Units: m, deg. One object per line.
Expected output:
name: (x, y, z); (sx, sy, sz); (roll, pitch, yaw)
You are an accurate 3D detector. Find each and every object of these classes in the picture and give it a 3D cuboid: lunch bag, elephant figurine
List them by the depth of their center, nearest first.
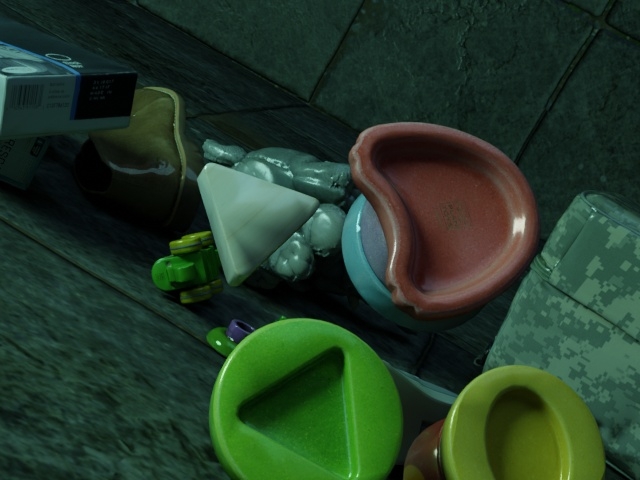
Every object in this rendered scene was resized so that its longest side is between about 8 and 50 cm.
lunch bag: (0.343, 0.120, 1.350); (0.305, 0.256, 0.212); (35, 14, 22)
elephant figurine: (0.000, 0.000, 1.366); (0.169, 0.186, 0.239); (-7, -16, 22)

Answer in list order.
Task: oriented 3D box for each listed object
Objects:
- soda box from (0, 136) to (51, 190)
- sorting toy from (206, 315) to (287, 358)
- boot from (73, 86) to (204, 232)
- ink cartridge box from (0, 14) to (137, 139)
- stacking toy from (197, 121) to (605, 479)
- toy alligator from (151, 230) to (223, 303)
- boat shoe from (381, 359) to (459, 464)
soda box: (-0.311, -0.113, 1.245); (0.063, 0.058, 0.183); (24, 13, -24)
sorting toy: (-0.042, 0.088, 1.071); (0.102, 0.042, 0.061); (28, 11, -4)
boot: (-0.211, -0.110, 1.390); (0.115, 0.112, 0.305); (13, 19, -21)
ink cartridge box: (-0.349, -0.178, 1.200); (0.333, 0.065, 0.165); (23, 21, 30)
stacking toy: (0.036, 0.079, 0.925); (0.279, 0.309, 0.130); (0, -21, -20)
toy alligator: (-0.117, 0.022, 1.164); (0.051, 0.056, 0.190); (-10, 5, 11)
boat shoe: (0.057, 0.144, 1.027); (0.227, 0.079, 0.081); (22, -9, -27)
